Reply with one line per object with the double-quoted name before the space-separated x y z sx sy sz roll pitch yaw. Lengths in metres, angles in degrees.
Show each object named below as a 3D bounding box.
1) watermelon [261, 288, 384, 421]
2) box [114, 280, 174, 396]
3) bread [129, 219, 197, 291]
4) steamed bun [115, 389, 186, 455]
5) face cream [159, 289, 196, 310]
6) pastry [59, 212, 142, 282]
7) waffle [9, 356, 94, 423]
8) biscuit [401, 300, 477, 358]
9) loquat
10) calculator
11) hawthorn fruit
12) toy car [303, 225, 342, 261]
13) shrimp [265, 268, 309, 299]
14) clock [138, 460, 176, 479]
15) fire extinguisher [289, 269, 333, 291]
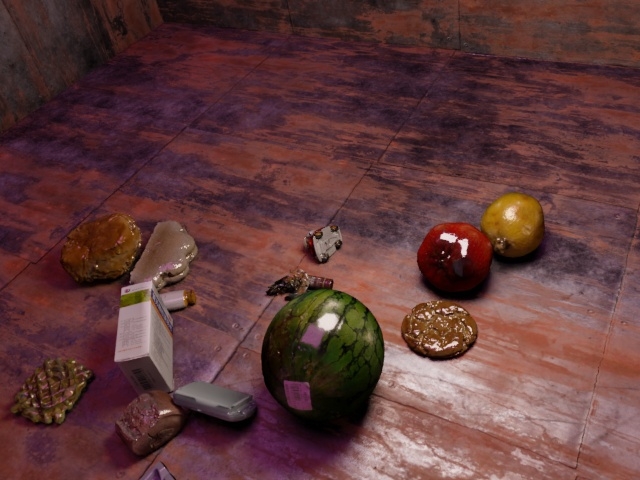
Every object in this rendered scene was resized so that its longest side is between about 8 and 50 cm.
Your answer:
"watermelon" 0.009 0.305 1.635 0.363 0.363 0.363 -6 42 6
"box" -0.533 0.301 1.852 0.106 0.200 0.299 -15 42 -2
"bread" -0.552 0.060 2.192 0.183 0.102 0.337 0 44 13
"steamed bun" -0.481 0.500 1.695 0.175 0.106 0.145 -38 48 -23
"face cream" -0.516 0.207 2.060 0.182 0.051 0.072 -11 41 2
"pastry" -0.793 0.035 2.227 0.311 0.162 0.255 -13 52 14
"waffle" -0.828 0.452 1.862 0.204 0.054 0.223 7 46 20
"biscuit" 0.355 0.260 1.820 0.226 0.042 0.226 -7 42 7
"loquat" 0.616 -0.041 1.956 0.213 0.213 0.246 16 44 27
"calculator" -0.299 0.449 1.707 0.246 0.045 0.141 10 6 20
"hawthorn fruit" 0.449 0.035 1.928 0.230 0.210 0.266 17 37 40
"toy car" 0.000 0.000 2.145 0.112 0.112 0.139 11 34 45
"shrimp" -0.110 0.157 2.015 0.161 0.034 0.091 -25 67 13
"clock" -0.427 0.646 1.469 0.186 0.083 0.253 -35 14 -24
"fire extinguisher" -0.035 0.139 2.036 0.158 0.043 0.064 8 88 21
